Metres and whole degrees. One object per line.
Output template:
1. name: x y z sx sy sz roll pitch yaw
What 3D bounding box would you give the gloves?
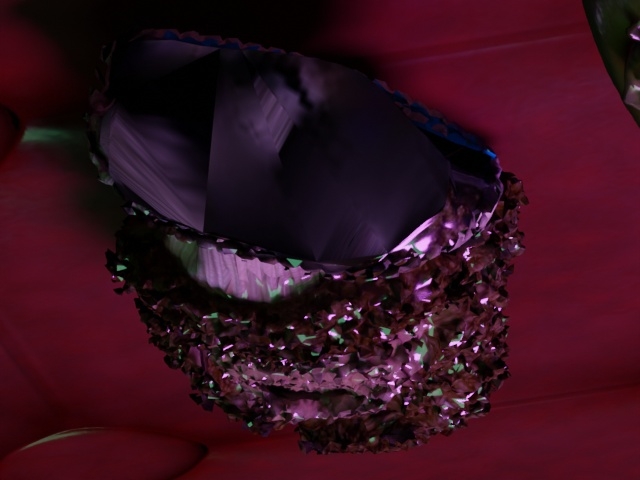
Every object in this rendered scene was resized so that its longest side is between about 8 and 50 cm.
1. gloves: 0.004 0.006 0.922 0.210 0.135 0.312 -5 155 -3

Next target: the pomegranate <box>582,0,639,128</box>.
1. pomegranate: 0.219 -0.096 0.652 0.270 0.254 0.254 -16 158 -15
